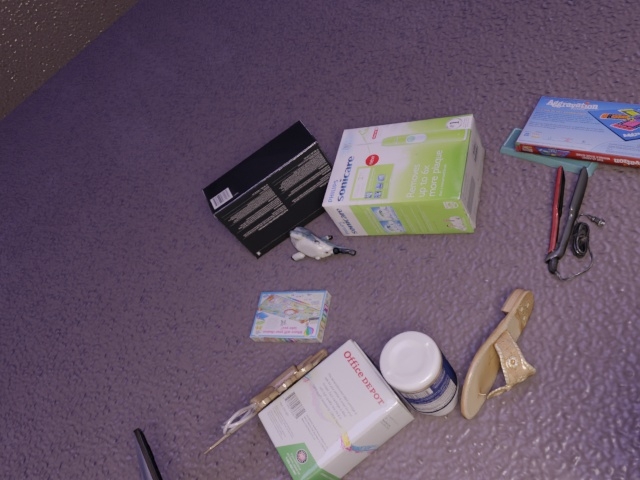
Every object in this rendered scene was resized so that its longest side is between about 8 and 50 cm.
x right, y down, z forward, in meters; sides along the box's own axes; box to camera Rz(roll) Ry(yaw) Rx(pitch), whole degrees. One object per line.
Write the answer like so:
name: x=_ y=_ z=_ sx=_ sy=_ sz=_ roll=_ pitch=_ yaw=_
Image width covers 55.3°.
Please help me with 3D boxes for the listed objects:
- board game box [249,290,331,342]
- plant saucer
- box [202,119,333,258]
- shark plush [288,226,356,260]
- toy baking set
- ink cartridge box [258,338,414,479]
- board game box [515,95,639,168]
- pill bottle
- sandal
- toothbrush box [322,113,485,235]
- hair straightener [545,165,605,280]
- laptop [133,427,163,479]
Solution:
board game box: x=-0.060 y=0.153 z=1.233 sx=0.154 sy=0.026 sz=0.103 roll=-3 pitch=57 yaw=27
plant saucer: x=0.447 y=-0.178 z=1.191 sx=0.192 sy=0.018 sz=0.067 roll=25 pitch=72 yaw=40
box: x=-0.092 y=-0.106 z=1.330 sx=0.261 sy=0.184 sz=0.103 roll=-35 pitch=46 yaw=3
shark plush: x=0.000 y=0.000 z=1.293 sx=0.161 sy=0.073 sz=0.067 roll=2 pitch=29 yaw=36
toy baking set: x=-0.096 y=0.272 z=1.075 sx=0.256 sy=0.197 sz=0.030 roll=-40 pitch=80 yaw=3
ink cartridge box: x=0.026 y=0.297 z=1.038 sx=0.212 sy=0.093 sz=0.154 roll=-41 pitch=48 yaw=0
board game box: x=0.527 y=-0.203 z=1.140 sx=0.282 sy=0.027 sz=0.145 roll=16 pitch=59 yaw=35
pill bottle: x=0.164 y=0.218 z=0.965 sx=0.094 sy=0.169 sz=0.094 roll=-14 pitch=53 yaw=19
sandal: x=0.306 y=0.182 z=0.967 sx=0.079 sy=0.088 sz=0.240 roll=12 pitch=59 yaw=41
toothbrush box: x=0.172 y=-0.126 z=1.239 sx=0.284 sy=0.122 sz=0.206 roll=-1 pitch=57 yaw=30
hair straightener: x=0.446 y=-0.031 z=1.066 sx=0.089 sy=0.047 sz=0.230 roll=3 pitch=60 yaw=31
laptop: x=-0.309 y=0.591 z=0.931 sx=0.237 sy=0.407 sz=0.382 roll=-16 pitch=42 yaw=-26
